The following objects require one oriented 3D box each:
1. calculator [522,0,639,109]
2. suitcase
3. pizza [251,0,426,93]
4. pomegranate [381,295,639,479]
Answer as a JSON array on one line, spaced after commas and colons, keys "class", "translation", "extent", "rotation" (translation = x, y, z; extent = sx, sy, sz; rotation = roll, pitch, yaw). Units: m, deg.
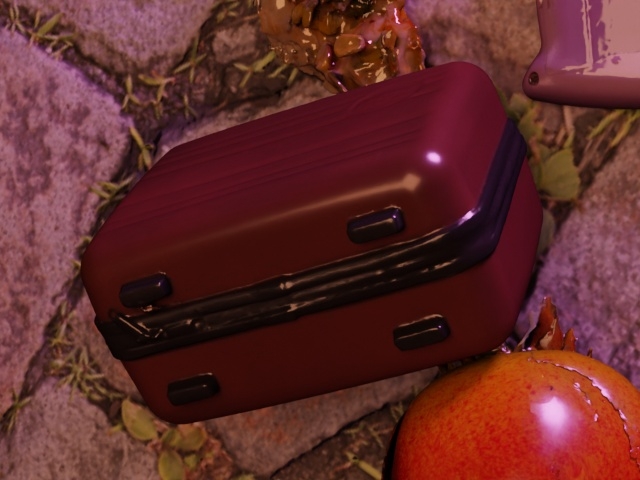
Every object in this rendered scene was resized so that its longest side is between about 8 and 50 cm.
[{"class": "calculator", "translation": [0.279, -0.194, 1.066], "extent": [0.294, 0.043, 0.194], "rotation": [-6, 84, 22]}, {"class": "suitcase", "translation": [0.000, 0.000, 1.069], "extent": [0.297, 0.236, 0.161], "rotation": [-16, 111, 23]}, {"class": "pizza", "translation": [0.009, -0.196, 1.171], "extent": [0.147, 0.069, 0.226], "rotation": [-6, 84, 21]}, {"class": "pomegranate", "translation": [0.141, 0.162, 1.018], "extent": [0.210, 0.210, 0.235], "rotation": [-15, 67, 22]}]
